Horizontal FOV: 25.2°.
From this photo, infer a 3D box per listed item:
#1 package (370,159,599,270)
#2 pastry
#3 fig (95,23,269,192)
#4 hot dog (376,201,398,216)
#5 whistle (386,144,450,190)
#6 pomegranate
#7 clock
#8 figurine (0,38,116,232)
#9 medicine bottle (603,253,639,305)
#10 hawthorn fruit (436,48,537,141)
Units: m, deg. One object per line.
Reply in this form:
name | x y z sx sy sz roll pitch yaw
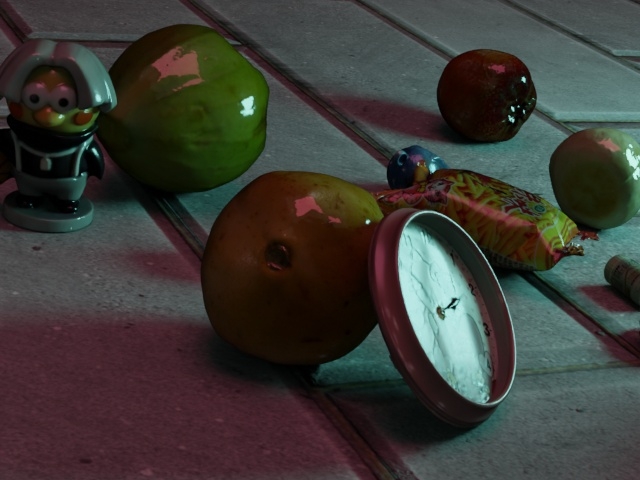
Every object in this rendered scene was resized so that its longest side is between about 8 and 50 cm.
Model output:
package | 0.227 -0.025 1.954 0.288 0.108 0.223 24 20 15
pastry | 0.410 -0.091 2.125 0.156 0.156 0.092 20 30 25
fig | -0.205 -0.179 1.985 0.239 0.239 0.271 26 24 35
hot dog | 0.000 0.000 1.819 0.252 0.069 0.131 2 42 -12
whistle | 0.148 -0.090 2.134 0.090 0.090 0.158 29 -10 40
pomegranate | -0.019 0.029 1.577 0.233 0.233 0.233 8 22 -3
clock | 0.127 0.080 1.522 0.056 0.244 0.244 -24 3 33
figurine | -0.353 -0.142 1.831 0.176 0.236 0.133 7 23 -8
medicine bottle | 0.418 0.054 1.901 0.047 0.047 0.083 -2 25 -25
hawthorn fruit | 0.273 -0.254 2.462 0.169 0.169 0.188 -13 31 -42
